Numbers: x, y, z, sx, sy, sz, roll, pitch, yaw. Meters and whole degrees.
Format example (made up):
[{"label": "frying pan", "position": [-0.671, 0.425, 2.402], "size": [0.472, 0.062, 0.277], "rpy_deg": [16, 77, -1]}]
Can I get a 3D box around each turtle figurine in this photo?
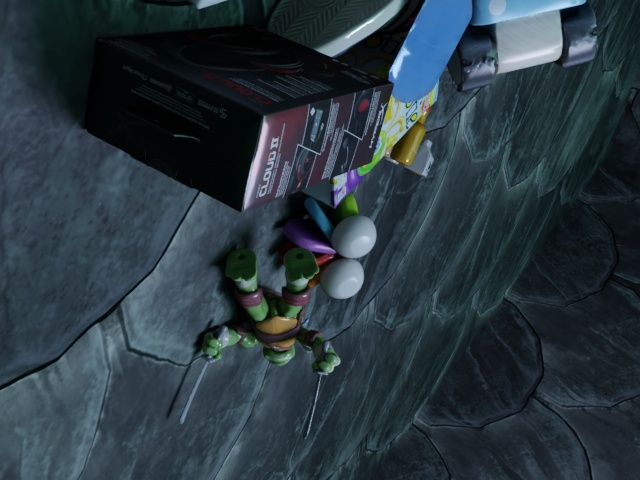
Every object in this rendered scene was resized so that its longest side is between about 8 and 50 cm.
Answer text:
[{"label": "turtle figurine", "position": [-0.076, 0.156, 1.297], "size": [0.274, 0.198, 0.266], "rpy_deg": [-47, 149, -39]}]

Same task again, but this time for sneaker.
[{"label": "sneaker", "position": [0.083, -0.314, 1.119], "size": [0.350, 0.131, 0.148], "rpy_deg": [-37, 153, -11]}]

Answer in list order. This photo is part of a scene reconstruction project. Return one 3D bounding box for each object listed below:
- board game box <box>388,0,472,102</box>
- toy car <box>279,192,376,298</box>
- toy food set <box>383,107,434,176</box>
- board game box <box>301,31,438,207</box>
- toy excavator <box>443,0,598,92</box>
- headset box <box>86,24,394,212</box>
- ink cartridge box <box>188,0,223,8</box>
[{"label": "board game box", "position": [0.135, -0.265, 1.105], "size": [0.133, 0.033, 0.168], "rpy_deg": [-1, 123, -56]}, {"label": "toy car", "position": [0.000, 0.000, 1.379], "size": [0.136, 0.159, 0.181], "rpy_deg": [1, 121, -24]}, {"label": "toy food set", "position": [0.154, -0.188, 1.492], "size": [0.104, 0.111, 0.232], "rpy_deg": [-66, 163, 5]}, {"label": "board game box", "position": [0.044, -0.205, 1.206], "size": [0.275, 0.142, 0.144], "rpy_deg": [-48, 153, -29]}, {"label": "toy excavator", "position": [0.280, -0.459, 1.246], "size": [0.433, 0.223, 0.444], "rpy_deg": [-108, -176, -67]}, {"label": "headset box", "position": [-0.089, -0.143, 0.908], "size": [0.293, 0.218, 0.110], "rpy_deg": [-26, 137, -53]}, {"label": "ink cartridge box", "position": [-0.020, -0.377, 0.816], "size": [0.306, 0.131, 0.226], "rpy_deg": [-34, 169, -45]}]
